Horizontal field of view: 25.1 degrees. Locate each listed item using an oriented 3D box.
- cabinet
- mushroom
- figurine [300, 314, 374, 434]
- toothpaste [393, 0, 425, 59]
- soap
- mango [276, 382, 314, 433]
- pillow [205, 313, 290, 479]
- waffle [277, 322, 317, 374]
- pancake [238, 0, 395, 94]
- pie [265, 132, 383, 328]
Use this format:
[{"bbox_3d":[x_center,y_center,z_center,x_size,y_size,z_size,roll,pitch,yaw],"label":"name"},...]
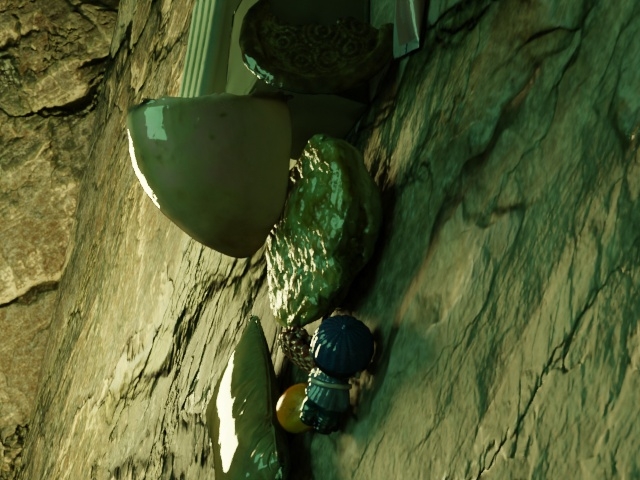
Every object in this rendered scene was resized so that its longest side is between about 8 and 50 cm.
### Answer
[{"bbox_3d":[-0.032,-0.231,1.851,0.150,0.145,0.206,128,150,-50],"label":"cabinet"},{"bbox_3d":[-0.156,-0.070,1.717,0.236,0.162,0.173,-23,64,55],"label":"mushroom"},{"bbox_3d":[0.010,0.143,1.563,0.077,0.079,0.136,29,103,28],"label":"figurine"},{"bbox_3d":[0.108,-0.312,1.679,0.067,0.043,0.194,167,110,-66],"label":"toothpaste"},{"bbox_3d":[-0.170,-0.295,2.384,0.160,0.087,0.265,146,135,-63],"label":"soap"},{"bbox_3d":[-0.017,0.194,1.654,0.089,0.046,0.060,-8,71,57],"label":"mango"},{"bbox_3d":[-0.093,0.248,1.781,0.302,0.075,0.185,-104,32,-56],"label":"pillow"},{"bbox_3d":[-0.016,0.130,1.654,0.029,0.075,0.083,-46,6,-19],"label":"waffle"},{"bbox_3d":[-0.002,-0.241,1.722,0.020,0.190,0.184,85,167,-50],"label":"pancake"},{"bbox_3d":[0.000,0.000,1.679,0.248,0.090,0.201,128,139,-51],"label":"pie"}]
